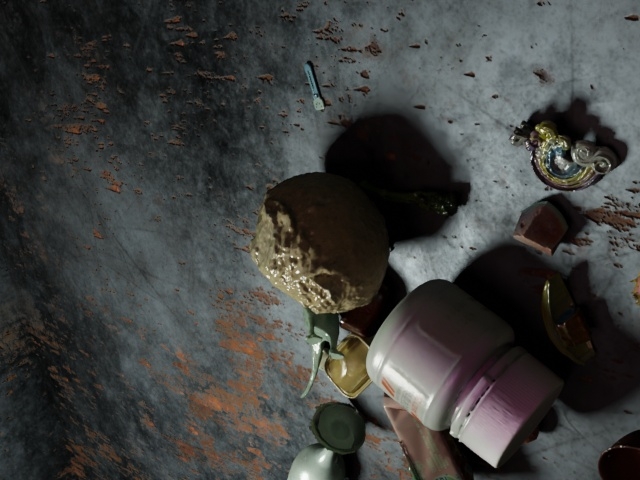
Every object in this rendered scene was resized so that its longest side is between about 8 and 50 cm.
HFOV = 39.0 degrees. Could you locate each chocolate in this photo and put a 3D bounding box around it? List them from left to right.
[{"bbox_3d":[0.100,0.142,1.866,0.080,0.125,0.148,24,126,14],"label":"chocolate"}]

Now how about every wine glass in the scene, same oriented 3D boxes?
[{"bbox_3d":[0.006,0.523,2.162,0.143,0.143,0.321,42,139,20],"label":"wine glass"}]

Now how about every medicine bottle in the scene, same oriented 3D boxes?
[{"bbox_3d":[0.263,0.241,1.651,0.302,0.241,0.241,38,135,24],"label":"medicine bottle"}]

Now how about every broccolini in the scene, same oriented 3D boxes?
[{"bbox_3d":[0.164,-0.085,1.719,0.239,0.051,0.054,16,82,46],"label":"broccolini"}]

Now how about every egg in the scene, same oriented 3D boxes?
[{"bbox_3d":[0.000,0.000,1.754,0.310,0.279,0.279,-127,33,-49],"label":"egg"}]

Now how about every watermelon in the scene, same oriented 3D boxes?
[{"bbox_3d":[0.372,-0.020,1.521,0.085,0.072,0.092,16,121,18],"label":"watermelon"}]

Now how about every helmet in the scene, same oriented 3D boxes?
[{"bbox_3d":[0.569,0.388,1.532,0.155,0.106,0.175,-17,105,52],"label":"helmet"}]

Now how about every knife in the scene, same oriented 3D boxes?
[{"bbox_3d":[-0.014,-0.304,1.788,0.027,0.010,0.096,-2,111,46],"label":"knife"}]

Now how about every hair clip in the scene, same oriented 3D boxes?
[{"bbox_3d":[0.387,-0.136,1.460,0.172,0.049,0.116,34,147,16],"label":"hair clip"}]

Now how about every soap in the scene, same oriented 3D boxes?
[{"bbox_3d":[0.222,0.403,1.852,0.098,0.218,0.273,-24,96,14],"label":"soap"}]

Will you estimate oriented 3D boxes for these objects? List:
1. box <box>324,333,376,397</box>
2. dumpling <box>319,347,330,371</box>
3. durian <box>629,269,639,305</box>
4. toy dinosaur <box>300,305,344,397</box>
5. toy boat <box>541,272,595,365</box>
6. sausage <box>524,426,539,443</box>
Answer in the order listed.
[{"bbox_3d":[0.078,0.268,1.962,0.111,0.111,0.177,48,139,13],"label":"box"},{"bbox_3d":[0.013,0.274,2.086,0.076,0.057,0.052,32,99,-5],"label":"dumpling"},{"bbox_3d":[0.565,0.060,1.325,0.165,0.132,0.182,57,152,20],"label":"durian"},{"bbox_3d":[-0.001,0.191,1.955,0.205,0.092,0.392,-103,11,-54],"label":"toy dinosaur"},{"bbox_3d":[0.425,0.136,1.561,0.066,0.065,0.172,-4,115,61],"label":"toy boat"},{"bbox_3d":[0.337,0.343,1.769,0.194,0.077,0.077,14,122,38],"label":"sausage"}]
